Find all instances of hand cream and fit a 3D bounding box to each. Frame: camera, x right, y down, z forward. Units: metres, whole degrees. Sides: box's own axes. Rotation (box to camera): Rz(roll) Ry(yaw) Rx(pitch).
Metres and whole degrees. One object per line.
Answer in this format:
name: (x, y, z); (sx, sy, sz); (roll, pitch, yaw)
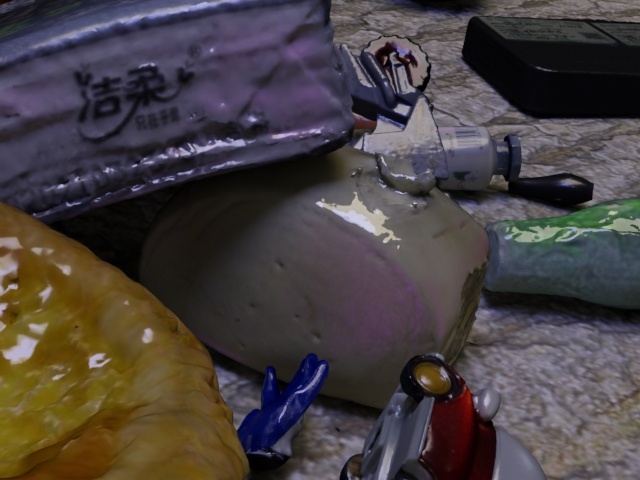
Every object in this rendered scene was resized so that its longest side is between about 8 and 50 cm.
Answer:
hand cream: (0.045, -0.075, 1.081); (0.276, 0.059, 0.095); (0, 30, -3)

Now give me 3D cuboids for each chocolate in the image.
chocolate: (0.271, 0.011, 0.937); (0.291, 0.110, 0.110); (-1, 29, -11)

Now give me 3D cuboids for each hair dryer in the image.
hair dryer: (0.223, -0.054, 1.124); (0.079, 0.031, 0.083); (7, 13, 16)

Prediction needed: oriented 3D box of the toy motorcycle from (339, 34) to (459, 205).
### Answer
toy motorcycle: (0.049, -0.079, 1.010); (0.122, 0.080, 0.215); (-5, 65, -9)

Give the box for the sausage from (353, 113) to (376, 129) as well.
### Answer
sausage: (0.011, -0.115, 1.155); (0.177, 0.040, 0.047); (12, 35, 7)

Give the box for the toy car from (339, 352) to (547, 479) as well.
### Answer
toy car: (0.071, 0.145, 0.636); (0.112, 0.112, 0.139); (24, 38, -3)

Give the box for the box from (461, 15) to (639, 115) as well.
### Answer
box: (0.362, -0.212, 1.415); (0.350, 0.058, 0.211); (-2, 28, -18)

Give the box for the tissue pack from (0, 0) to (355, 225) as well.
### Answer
tissue pack: (-0.163, -0.122, 0.875); (0.288, 0.124, 0.394); (-19, 19, -9)

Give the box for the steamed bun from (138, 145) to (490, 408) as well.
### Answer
steamed bun: (0.000, 0.000, 0.819); (0.239, 0.152, 0.170); (22, 30, 20)

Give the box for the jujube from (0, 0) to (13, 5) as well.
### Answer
jujube: (-0.208, -0.279, 1.174); (0.377, 0.276, 0.276); (-3, 30, -29)

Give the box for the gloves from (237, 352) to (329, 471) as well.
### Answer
gloves: (-0.026, 0.103, 0.723); (0.064, 0.026, 0.086); (-21, 32, 48)

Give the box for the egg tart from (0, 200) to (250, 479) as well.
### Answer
egg tart: (-0.257, 0.119, 0.504); (0.443, 0.178, 0.443); (4, 28, -2)
